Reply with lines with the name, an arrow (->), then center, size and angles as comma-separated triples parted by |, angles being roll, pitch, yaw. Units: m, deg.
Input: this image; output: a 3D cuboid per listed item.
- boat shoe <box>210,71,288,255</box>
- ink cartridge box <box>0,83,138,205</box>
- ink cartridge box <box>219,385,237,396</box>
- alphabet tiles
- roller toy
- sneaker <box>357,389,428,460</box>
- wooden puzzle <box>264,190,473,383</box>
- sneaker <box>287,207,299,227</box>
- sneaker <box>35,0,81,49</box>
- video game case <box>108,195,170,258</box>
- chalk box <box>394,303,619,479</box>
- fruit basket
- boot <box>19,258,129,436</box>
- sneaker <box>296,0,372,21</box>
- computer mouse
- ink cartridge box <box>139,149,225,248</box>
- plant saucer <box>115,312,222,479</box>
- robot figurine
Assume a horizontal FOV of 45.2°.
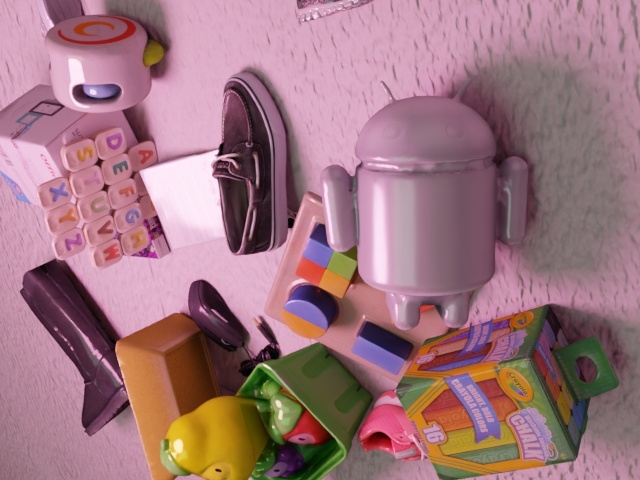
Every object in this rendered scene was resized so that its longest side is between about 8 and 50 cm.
boat shoe -> -0.135, -0.130, 1.384 | 0.121, 0.119, 0.335 | 3, 108, 45
ink cartridge box -> -0.554, -0.195, 1.658 | 0.270, 0.197, 0.198 | 14, 140, 36
ink cartridge box -> -0.244, 0.416, 1.919 | 0.207, 0.046, 0.097 | 16, 127, 35
alphabet tiles -> -0.442, -0.085, 1.593 | 0.021, 0.278, 0.284 | 20, 128, 40
roller toy -> -0.425, -0.336, 1.478 | 0.209, 0.191, 0.146 | 26, 132, 28
sneaker -> 0.202, 0.365, 1.409 | 0.314, 0.136, 0.115 | -6, 113, 44
wooden puzzle -> 0.068, 0.112, 1.350 | 0.322, 0.080, 0.347 | 26, 135, 6
sneaker -> -0.064, -0.041, 1.459 | 0.083, 0.037, 0.031 | 9, 124, 40
sneaker -> -0.546, -0.438, 1.595 | 0.091, 0.094, 0.258 | 8, 122, 34
video game case -> -0.473, -0.061, 1.816 | 0.232, 0.042, 0.210 | 4, 120, 41
chalk box -> 0.296, 0.228, 1.175 | 0.289, 0.179, 0.180 | -22, 101, 32
fruit basket -> -0.122, 0.407, 1.565 | 0.283, 0.392, 0.392 | 45, 138, 10
boot -> -0.708, 0.312, 2.196 | 0.445, 0.146, 0.367 | 48, 130, 3
sneaker -> 0.019, -0.378, 1.145 | 0.167, 0.065, 0.076 | -2, 111, 41
computer mouse -> -0.207, 0.195, 1.728 | 0.262, 0.060, 0.184 | 55, 139, -2
ink cartridge box -> -0.242, -0.090, 1.596 | 0.232, 0.066, 0.189 | -13, 108, 24
plant saucer -> -0.310, 0.342, 1.732 | 0.081, 0.333, 0.332 | -15, 93, 14
robot figurine -> 0.150, -0.053, 1.106 | 0.200, 0.300, 0.353 | -113, 21, -76
